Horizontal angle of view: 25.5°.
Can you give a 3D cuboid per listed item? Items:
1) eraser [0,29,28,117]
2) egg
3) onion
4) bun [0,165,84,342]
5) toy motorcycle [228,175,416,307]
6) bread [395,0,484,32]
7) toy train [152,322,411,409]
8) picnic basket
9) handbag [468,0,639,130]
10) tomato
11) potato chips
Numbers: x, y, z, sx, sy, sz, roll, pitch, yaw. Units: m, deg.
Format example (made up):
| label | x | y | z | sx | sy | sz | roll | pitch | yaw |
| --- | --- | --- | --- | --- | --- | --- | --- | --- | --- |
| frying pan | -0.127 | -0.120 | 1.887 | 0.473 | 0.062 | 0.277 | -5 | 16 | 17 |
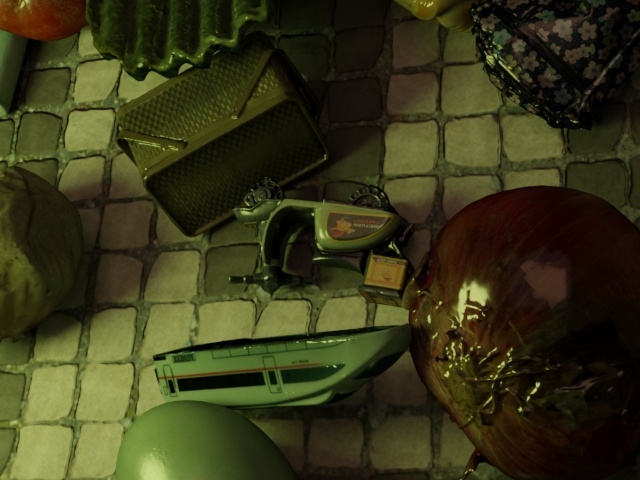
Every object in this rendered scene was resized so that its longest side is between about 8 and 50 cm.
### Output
| label | x | y | z | sx | sy | sz | roll | pitch | yaw |
| --- | --- | --- | --- | --- | --- | --- | --- | --- | --- |
| eraser | -0.548 | -0.333 | 2.211 | 0.189 | 0.104 | 0.290 | 3 | 67 | 18 |
| egg | -0.130 | 0.311 | 1.702 | 0.203 | 0.203 | 0.283 | -47 | 58 | -6 |
| onion | 0.246 | 0.114 | 1.605 | 0.354 | 0.353 | 0.353 | -8 | 64 | 16 |
| bun | -0.447 | 0.033 | 1.937 | 0.281 | 0.281 | 0.205 | -38 | 102 | -1 |
| toy motorcycle | 0.000 | 0.000 | 1.870 | 0.263 | 0.091 | 0.157 | 7 | 73 | 20 |
| bread | 0.119 | -0.403 | 1.967 | 0.311 | 0.173 | 0.121 | 43 | 115 | 29 |
| toy train | -0.043 | 0.157 | 1.706 | 0.407 | 0.086 | 0.088 | -10 | 90 | 46 |
| picnic basket | -0.130 | -0.145 | 1.939 | 0.267 | 0.165 | 0.139 | -29 | 53 | 4 |
| handbag | 0.318 | -0.266 | 1.859 | 0.229 | 0.127 | 0.208 | 43 | 90 | 14 |
| tomato | -0.431 | -0.422 | 2.154 | 0.237 | 0.095 | 0.236 | 7 | 69 | -17 |
| potato chips | -0.170 | -0.362 | 2.018 | 0.359 | 0.070 | 0.429 | -27 | 33 | 9 |
